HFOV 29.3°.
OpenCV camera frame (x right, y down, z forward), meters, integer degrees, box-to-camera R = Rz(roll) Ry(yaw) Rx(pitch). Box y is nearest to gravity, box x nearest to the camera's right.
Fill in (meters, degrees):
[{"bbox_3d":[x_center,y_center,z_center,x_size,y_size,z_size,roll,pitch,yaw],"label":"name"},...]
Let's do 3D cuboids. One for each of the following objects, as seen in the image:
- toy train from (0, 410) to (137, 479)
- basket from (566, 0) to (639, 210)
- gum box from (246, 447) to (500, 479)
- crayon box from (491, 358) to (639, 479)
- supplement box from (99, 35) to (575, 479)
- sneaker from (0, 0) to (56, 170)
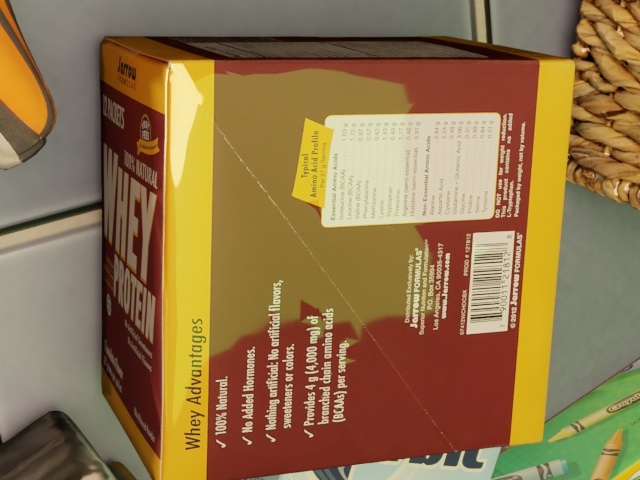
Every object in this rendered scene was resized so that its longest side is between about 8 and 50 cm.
[{"bbox_3d":[-0.191,0.238,0.613,0.334,0.142,0.190,-35,108,-14],"label":"toy train"},{"bbox_3d":[0.317,-0.128,0.726,0.299,0.213,0.223,-4,109,-29],"label":"basket"},{"bbox_3d":[0.042,0.114,0.751,0.157,0.041,0.184,11,101,-31],"label":"gum box"},{"bbox_3d":[0.255,0.170,0.867,0.278,0.081,0.165,-30,118,-18],"label":"crayon box"},{"bbox_3d":[0.000,0.000,0.599,0.194,0.129,0.191,-3,105,-21],"label":"supplement box"},{"bbox_3d":[-0.158,-0.192,0.489,0.180,0.124,0.321,-37,120,-14],"label":"sneaker"}]
